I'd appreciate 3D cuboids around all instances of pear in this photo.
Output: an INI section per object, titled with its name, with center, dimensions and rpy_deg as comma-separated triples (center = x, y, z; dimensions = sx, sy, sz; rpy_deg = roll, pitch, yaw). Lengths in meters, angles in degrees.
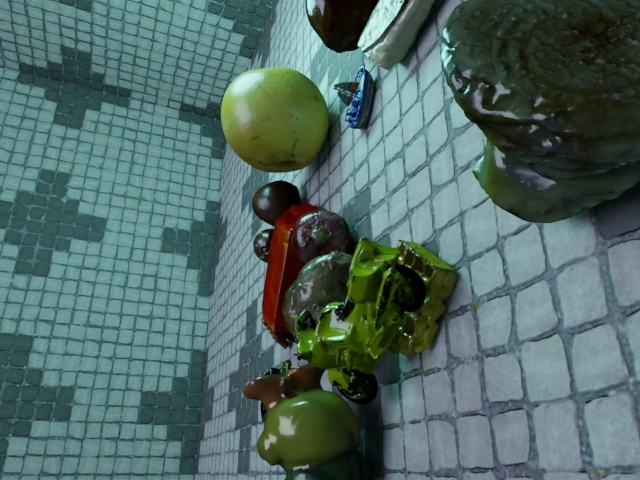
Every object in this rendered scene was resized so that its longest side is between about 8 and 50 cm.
[pear]
center = -0.143, -0.381, 1.631
dimensions = 0.348, 0.347, 0.349
rpy_deg = -170, 90, -69

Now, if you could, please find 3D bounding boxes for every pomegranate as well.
[pomegranate]
center = -0.165, 0.009, 1.853
dimensions = 0.159, 0.129, 0.129
rpy_deg = -41, -6, -37

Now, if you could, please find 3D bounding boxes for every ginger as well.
[ginger]
center = -0.003, 0.162, 1.263
dimensions = 0.375, 0.176, 0.257
rpy_deg = 162, 112, -69

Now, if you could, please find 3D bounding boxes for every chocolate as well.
[chocolate]
center = -0.152, -0.123, 1.769
dimensions = 0.176, 0.176, 0.177
rpy_deg = -170, 90, -69

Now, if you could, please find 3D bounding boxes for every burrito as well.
[burrito]
center = 0.197, -0.530, 1.146
dimensions = 0.299, 0.105, 0.143
rpy_deg = -57, 40, 44

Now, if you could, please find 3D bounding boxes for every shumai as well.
[shumai]
center = 0.311, -0.155, 0.635
dimensions = 0.264, 0.303, 0.310
rpy_deg = 70, -170, -54

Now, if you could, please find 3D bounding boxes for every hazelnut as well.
[hazelnut]
center = 0.051, -0.621, 1.390
dimensions = 0.217, 0.233, 0.218
rpy_deg = 8, 103, 34

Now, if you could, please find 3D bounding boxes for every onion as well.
[onion]
center = 0.000, 0.000, 1.367
dimensions = 0.195, 0.159, 0.160
rpy_deg = 110, 166, -79

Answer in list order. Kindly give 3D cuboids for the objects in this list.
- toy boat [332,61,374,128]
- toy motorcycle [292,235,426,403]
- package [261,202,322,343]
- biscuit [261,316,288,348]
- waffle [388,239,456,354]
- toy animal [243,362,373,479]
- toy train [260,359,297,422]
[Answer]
[toy boat]
center = 0.084, -0.390, 1.364
dimensions = 0.091, 0.110, 0.175
rpy_deg = -153, 76, -68
[toy motorcycle]
center = 0.060, 0.150, 0.966
dimensions = 0.142, 0.205, 0.343
rpy_deg = -50, -17, -57
[package]
center = -0.089, 0.095, 1.585
dimensions = 0.196, 0.123, 0.424
rpy_deg = -152, 71, -66
[biscuit]
center = -0.149, 0.299, 1.670
dimensions = 0.019, 0.130, 0.102
rpy_deg = -40, -14, 2
[waffle]
center = 0.173, 0.123, 0.979
dimensions = 0.160, 0.055, 0.211
rpy_deg = -136, 58, -65
[toy animal]
center = -0.007, 0.419, 1.050
dimensions = 0.191, 0.215, 0.339
rpy_deg = -38, 69, 49
[toy train]
center = -0.108, 0.439, 1.461
dimensions = 0.228, 0.136, 0.091
rpy_deg = -108, 34, -46
